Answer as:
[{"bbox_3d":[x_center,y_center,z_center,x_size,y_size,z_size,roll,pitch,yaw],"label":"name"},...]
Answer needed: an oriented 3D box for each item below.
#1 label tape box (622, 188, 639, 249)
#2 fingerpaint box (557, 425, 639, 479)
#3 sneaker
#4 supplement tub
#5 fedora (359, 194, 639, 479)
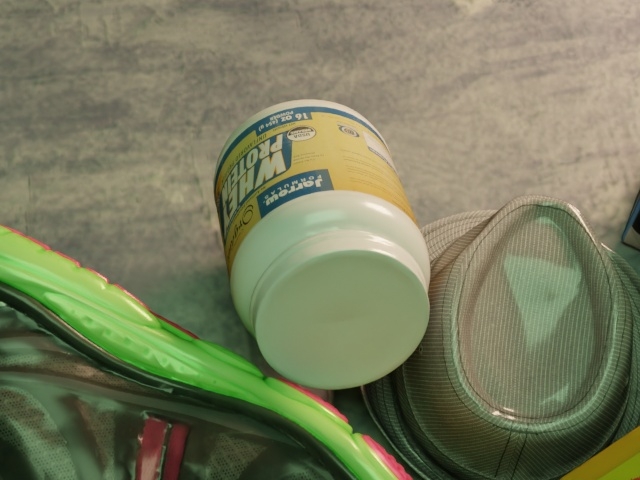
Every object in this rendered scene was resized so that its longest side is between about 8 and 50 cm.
[{"bbox_3d":[0.429,-0.029,1.032,0.347,0.249,0.115,26,62,12],"label":"label tape box"},{"bbox_3d":[0.281,0.275,0.714,0.163,0.371,0.445,29,40,-21],"label":"fingerpaint box"},{"bbox_3d":[-0.104,0.170,0.959,0.482,0.185,0.202,28,81,16],"label":"sneaker"},{"bbox_3d":[0.000,0.000,1.018,0.144,0.144,0.200,-7,35,-7],"label":"supplement tub"},{"bbox_3d":[0.153,0.064,1.036,0.243,0.124,0.275,16,61,5],"label":"fedora"}]
